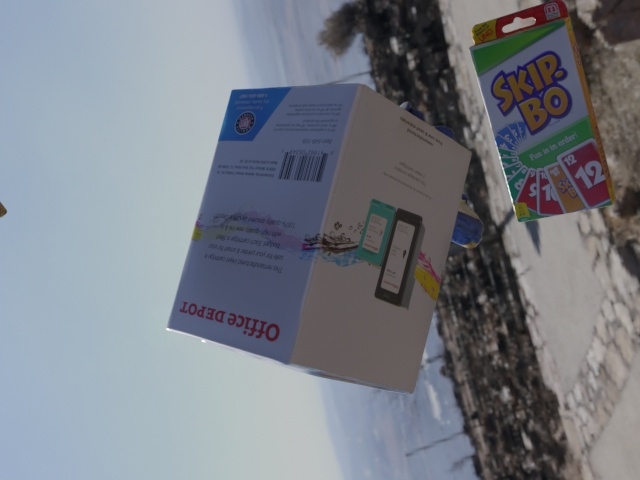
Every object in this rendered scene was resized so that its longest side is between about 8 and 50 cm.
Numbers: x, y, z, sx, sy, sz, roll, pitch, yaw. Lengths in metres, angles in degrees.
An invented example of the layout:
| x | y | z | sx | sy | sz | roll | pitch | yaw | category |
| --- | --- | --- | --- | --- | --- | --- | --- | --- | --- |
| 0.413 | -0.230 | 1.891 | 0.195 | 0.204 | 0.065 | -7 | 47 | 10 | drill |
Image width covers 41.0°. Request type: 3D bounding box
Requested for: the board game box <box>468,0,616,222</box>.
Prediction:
| x | y | z | sx | sy | sz | roll | pitch | yaw | category |
| --- | --- | --- | --- | --- | --- | --- | --- | --- | --- |
| 0.274 | -0.157 | 1.069 | 0.039 | 0.124 | 0.260 | -35 | -70 | -57 | board game box |

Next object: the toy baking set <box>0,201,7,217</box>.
| x | y | z | sx | sy | sz | roll | pitch | yaw | category |
| --- | --- | --- | --- | --- | --- | --- | --- | --- | --- |
| -0.519 | -0.034 | 1.114 | 0.256 | 0.196 | 0.030 | 53 | 166 | -21 | toy baking set |

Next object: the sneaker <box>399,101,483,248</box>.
| x | y | z | sx | sy | sz | roll | pitch | yaw | category |
| --- | --- | --- | --- | --- | --- | --- | --- | --- | --- |
| 0.164 | -0.110 | 1.299 | 0.111 | 0.131 | 0.296 | 24 | -160 | -44 | sneaker |

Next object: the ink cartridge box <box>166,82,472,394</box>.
| x | y | z | sx | sy | sz | roll | pitch | yaw | category |
| --- | --- | --- | --- | --- | --- | --- | --- | --- | --- |
| 0.000 | 0.000 | 0.901 | 0.197 | 0.198 | 0.270 | 22 | -99 | -44 | ink cartridge box |
